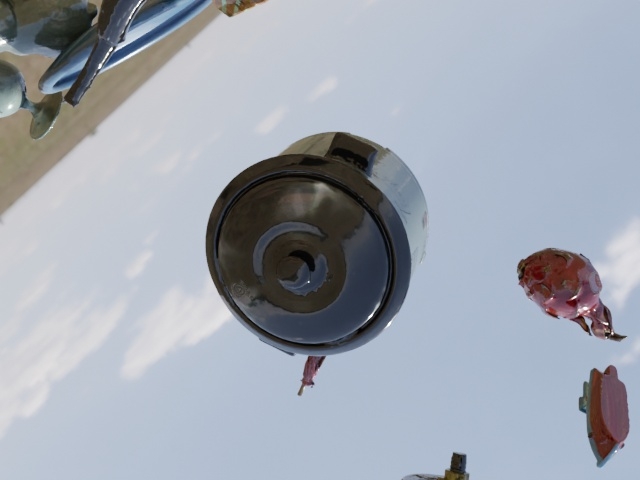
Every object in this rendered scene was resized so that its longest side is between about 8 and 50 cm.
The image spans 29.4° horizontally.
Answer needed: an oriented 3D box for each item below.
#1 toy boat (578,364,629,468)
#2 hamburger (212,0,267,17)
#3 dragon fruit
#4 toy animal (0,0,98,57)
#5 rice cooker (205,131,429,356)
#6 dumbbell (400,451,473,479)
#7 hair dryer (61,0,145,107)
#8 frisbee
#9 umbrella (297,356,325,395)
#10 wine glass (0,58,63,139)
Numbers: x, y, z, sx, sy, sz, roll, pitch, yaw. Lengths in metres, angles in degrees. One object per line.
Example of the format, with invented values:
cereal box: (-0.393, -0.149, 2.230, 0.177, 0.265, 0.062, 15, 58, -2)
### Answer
toy boat: (0.439, 0.274, 1.893, 0.059, 0.069, 0.173, -47, -155, 42)
hamburger: (-0.085, -0.403, 1.486, 0.235, 0.214, 0.125, -25, -150, 21)
dragon fruit: (0.347, 0.073, 1.625, 0.094, 0.190, 0.094, -47, -159, 25)
toy animal: (-0.425, -0.301, 1.666, 0.138, 0.108, 0.236, -6, -175, 44)
rice cooker: (0.000, 0.000, 1.421, 0.280, 0.241, 0.227, -66, 173, 24)
dumbbell: (0.196, 0.529, 1.939, 0.185, 0.185, 0.388, -164, -98, -76)
hair dryer: (-0.186, -0.262, 1.106, 0.303, 0.120, 0.359, 3, 130, -44)
frisbee: (-0.267, -0.290, 1.665, 0.289, 0.049, 0.289, -30, -174, 3)
umbrella: (-0.005, 0.179, 1.883, 0.025, 0.027, 0.165, -65, 177, -61)
wine glass: (-0.565, -0.265, 2.086, 0.103, 0.231, 0.103, -28, -132, 37)
